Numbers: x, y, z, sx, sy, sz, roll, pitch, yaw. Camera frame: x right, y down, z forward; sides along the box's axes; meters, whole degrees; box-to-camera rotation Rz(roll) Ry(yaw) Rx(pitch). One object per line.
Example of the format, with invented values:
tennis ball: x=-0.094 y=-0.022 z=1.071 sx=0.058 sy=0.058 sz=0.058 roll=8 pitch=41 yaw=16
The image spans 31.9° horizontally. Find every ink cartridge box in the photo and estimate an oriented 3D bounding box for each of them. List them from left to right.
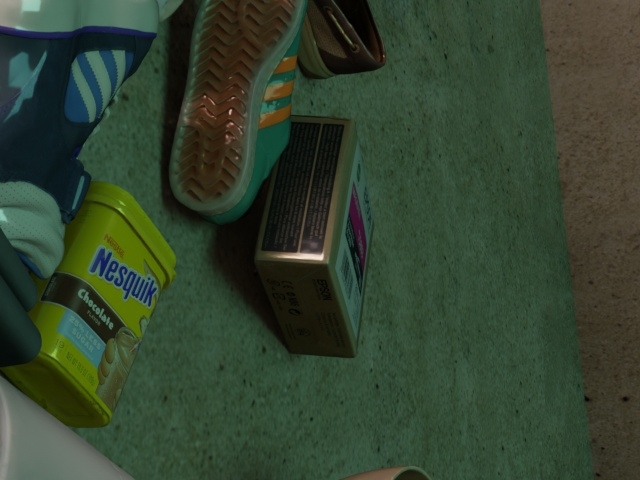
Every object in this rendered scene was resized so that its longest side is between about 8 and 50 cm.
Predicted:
ink cartridge box: x=0.000 y=0.000 z=1.289 sx=0.235 sy=0.088 sz=0.193 roll=73 pitch=24 yaw=-58

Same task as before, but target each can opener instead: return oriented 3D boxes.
can opener: x=-0.234 y=0.002 z=0.657 sx=0.280 sy=0.093 sz=0.074 roll=77 pitch=3 yaw=-65

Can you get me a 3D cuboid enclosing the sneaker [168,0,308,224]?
sneaker: x=-0.079 y=-0.163 z=1.178 sx=0.121 sy=0.108 sz=0.302 roll=46 pitch=59 yaw=-75

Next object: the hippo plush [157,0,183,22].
hippo plush: x=-0.105 y=-0.352 z=1.013 sx=0.294 sy=0.236 sz=0.234 roll=60 pitch=34 yaw=-43

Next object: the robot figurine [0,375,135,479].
robot figurine: x=-0.230 y=0.178 z=0.662 sx=0.353 sy=0.199 sz=0.300 roll=52 pitch=4 yaw=-44

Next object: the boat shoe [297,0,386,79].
boat shoe: x=0.006 y=-0.362 z=1.377 sx=0.123 sy=0.123 sz=0.342 roll=-43 pitch=127 yaw=-45

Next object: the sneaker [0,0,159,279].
sneaker: x=-0.227 y=-0.087 z=0.872 sx=0.323 sy=0.130 sz=0.236 roll=-64 pitch=168 yaw=-78

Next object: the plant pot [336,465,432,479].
plant pot: x=0.011 y=0.380 z=1.170 sx=0.284 sy=0.190 sz=0.284 roll=-5 pitch=90 yaw=-66

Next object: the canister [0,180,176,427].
canister: x=-0.193 y=0.055 z=0.933 sx=0.126 sy=0.073 sz=0.170 roll=59 pitch=36 yaw=-43
